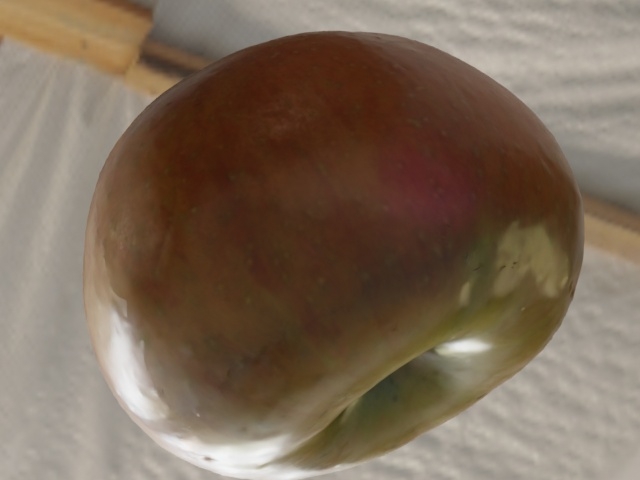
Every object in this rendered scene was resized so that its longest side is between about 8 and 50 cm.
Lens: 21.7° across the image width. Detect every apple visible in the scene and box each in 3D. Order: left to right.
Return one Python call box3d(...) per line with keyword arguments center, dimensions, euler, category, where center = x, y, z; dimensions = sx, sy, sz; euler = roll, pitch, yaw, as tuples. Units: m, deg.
box3d(center=(0.000, 0.000, 0.736), dimensions=(0.210, 0.173, 0.235), euler=(-39, -23, 20), category="apple")
